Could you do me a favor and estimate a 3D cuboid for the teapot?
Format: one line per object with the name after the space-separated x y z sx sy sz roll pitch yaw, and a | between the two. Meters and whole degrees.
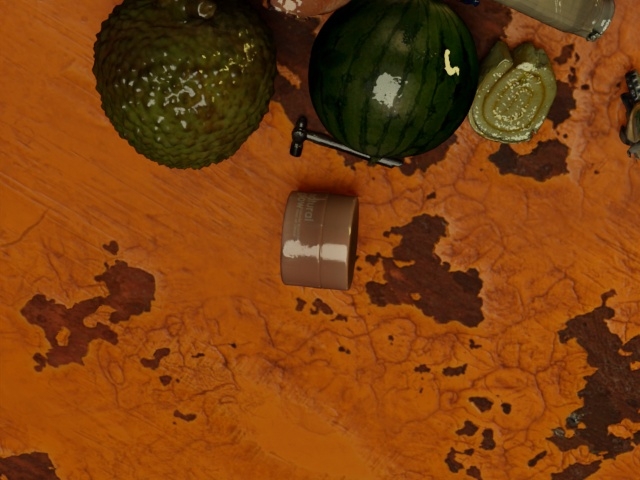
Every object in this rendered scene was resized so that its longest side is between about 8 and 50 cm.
0.313 -0.356 1.816 0.200 0.077 0.107 20 89 -20 | teapot

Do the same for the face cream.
0.000 0.000 2.032 0.104 0.149 0.149 5 120 6 | face cream

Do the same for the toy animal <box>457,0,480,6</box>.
0.219 -0.429 1.819 0.075 0.041 0.217 9 119 -15 | toy animal

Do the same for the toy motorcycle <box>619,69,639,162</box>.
0.490 -0.133 1.899 0.094 0.130 0.229 -24 114 16 | toy motorcycle

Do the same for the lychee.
-0.191 -0.244 1.864 0.269 0.270 0.320 14 160 0 | lychee

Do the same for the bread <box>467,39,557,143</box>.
0.280 -0.217 1.920 0.117 0.064 0.156 22 119 -10 | bread

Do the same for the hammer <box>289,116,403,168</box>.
0.040 -0.138 2.026 0.178 0.021 0.065 16 121 -4 | hammer

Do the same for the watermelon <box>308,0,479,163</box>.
0.102 -0.231 1.839 0.242 0.242 0.242 3 120 6 | watermelon

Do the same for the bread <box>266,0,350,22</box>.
-0.022 -0.385 1.772 0.190 0.244 0.123 15 118 -18 | bread
